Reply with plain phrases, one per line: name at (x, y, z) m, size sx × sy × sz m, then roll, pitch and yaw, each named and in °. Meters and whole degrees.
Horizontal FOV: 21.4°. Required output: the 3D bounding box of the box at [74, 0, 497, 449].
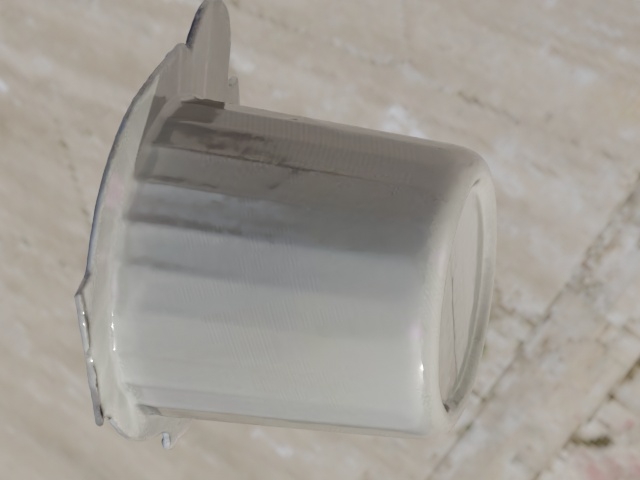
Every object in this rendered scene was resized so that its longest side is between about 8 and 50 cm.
box at (0.000, 0.000, 1.066) m, size 0.206 × 0.291 × 0.262 m, roll 9°, pitch 167°, yaw 15°
